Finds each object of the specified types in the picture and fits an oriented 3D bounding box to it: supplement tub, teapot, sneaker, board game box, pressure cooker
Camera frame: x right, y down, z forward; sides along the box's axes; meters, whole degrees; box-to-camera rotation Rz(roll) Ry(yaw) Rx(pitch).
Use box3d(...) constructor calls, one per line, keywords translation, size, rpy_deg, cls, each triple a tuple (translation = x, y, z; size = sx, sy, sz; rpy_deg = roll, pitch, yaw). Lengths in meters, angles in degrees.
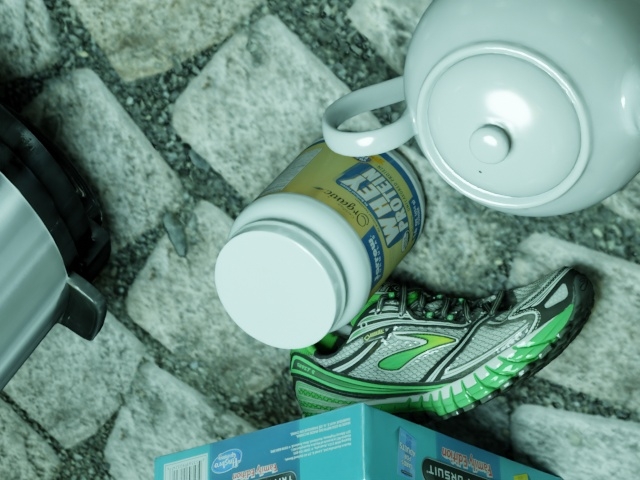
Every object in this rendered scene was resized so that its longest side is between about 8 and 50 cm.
box3d(translation=(0.000, 0.000, 1.740), size=(0.144, 0.199, 0.144), rpy_deg=(13, 123, 21), cls="supplement tub")
box3d(translation=(0.167, -0.117, 1.592), size=(0.252, 0.187, 0.256), rpy_deg=(40, 129, 2), cls="teapot")
box3d(translation=(0.105, 0.098, 1.787), size=(0.344, 0.134, 0.146), rpy_deg=(-25, 89, 29), cls="sneaker")
box3d(translation=(0.044, 0.258, 1.814), size=(0.254, 0.079, 0.336), rpy_deg=(-18, 151, 35), cls="board game box")
box3d(translation=(-0.441, 0.009, 1.852), size=(0.376, 0.420, 0.370), rpy_deg=(3, 136, 43), cls="pressure cooker")
